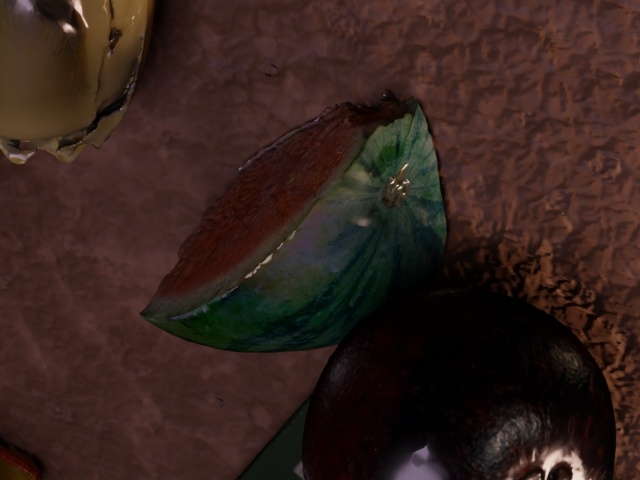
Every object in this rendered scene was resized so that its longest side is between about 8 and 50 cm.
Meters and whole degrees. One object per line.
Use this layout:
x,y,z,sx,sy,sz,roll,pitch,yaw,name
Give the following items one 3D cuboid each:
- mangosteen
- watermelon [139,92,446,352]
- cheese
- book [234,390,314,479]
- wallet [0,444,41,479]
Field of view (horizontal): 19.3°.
0.083,0.127,1.232,0.216,0.216,0.216,15,130,19,mangosteen
0.008,0.021,1.263,0.146,0.128,0.231,38,134,-26,watermelon
-0.215,-0.191,1.210,0.259,0.128,0.316,6,120,36,cheese
0.013,0.293,1.500,0.260,0.043,0.371,40,132,0,book
-0.360,0.173,1.552,0.241,0.141,0.067,39,133,1,wallet
